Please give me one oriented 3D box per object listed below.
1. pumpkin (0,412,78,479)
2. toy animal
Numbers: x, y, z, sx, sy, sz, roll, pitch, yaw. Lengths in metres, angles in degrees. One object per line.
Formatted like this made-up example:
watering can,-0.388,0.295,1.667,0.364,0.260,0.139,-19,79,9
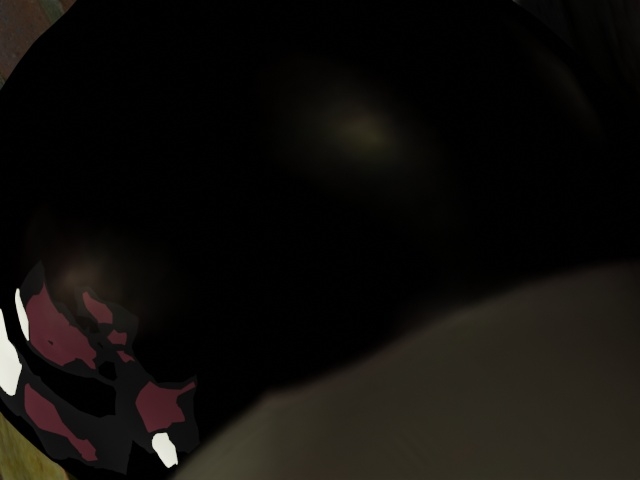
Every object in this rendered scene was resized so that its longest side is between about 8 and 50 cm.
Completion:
pumpkin,-0.044,0.086,1.053,0.332,0.332,0.199,62,174,-1
toy animal,0.032,0.062,0.550,0.310,0.251,0.251,49,171,29
